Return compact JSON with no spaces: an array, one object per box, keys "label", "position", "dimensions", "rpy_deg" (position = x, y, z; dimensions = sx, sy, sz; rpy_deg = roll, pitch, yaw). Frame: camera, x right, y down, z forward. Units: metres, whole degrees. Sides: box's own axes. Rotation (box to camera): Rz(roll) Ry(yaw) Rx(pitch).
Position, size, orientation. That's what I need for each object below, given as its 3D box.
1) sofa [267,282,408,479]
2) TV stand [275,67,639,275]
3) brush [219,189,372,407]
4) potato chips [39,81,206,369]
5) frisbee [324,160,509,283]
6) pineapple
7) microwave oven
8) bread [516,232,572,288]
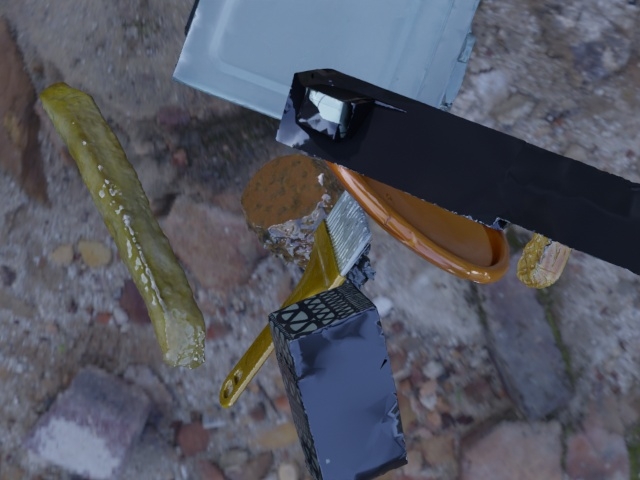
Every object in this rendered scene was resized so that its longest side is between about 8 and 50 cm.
[{"label":"sofa","position":[0.012,0.090,0.725],"dimensions":[0.060,0.039,0.118],"rpy_deg":[-20,118,-13]},{"label":"TV stand","position":[0.100,-0.030,0.636],"dimensions":[0.256,0.049,0.040],"rpy_deg":[23,109,20]},{"label":"brush","position":[-0.031,0.069,1.213],"dimensions":[0.013,0.103,0.272],"rpy_deg":[25,115,-23]},{"label":"potato chips","position":[-0.232,-0.039,1.411],"dimensions":[0.057,0.080,0.407],"rpy_deg":[-17,68,-33]},{"label":"frisbee","position":[0.056,-0.038,0.858],"dimensions":[0.192,0.192,0.035],"rpy_deg":[36,115,-17]},{"label":"pineapple","position":[0.000,0.000,1.762],"dimensions":[0.157,0.158,0.279],"rpy_deg":[-34,138,2]},{"label":"microwave oven","position":[0.009,-0.186,1.076],"dimensions":[0.237,0.295,0.181],"rpy_deg":[21,96,-2]},{"label":"bread","position":[0.333,0.020,1.803],"dimensions":[0.044,0.083,0.111],"rpy_deg":[30,83,-22]}]
